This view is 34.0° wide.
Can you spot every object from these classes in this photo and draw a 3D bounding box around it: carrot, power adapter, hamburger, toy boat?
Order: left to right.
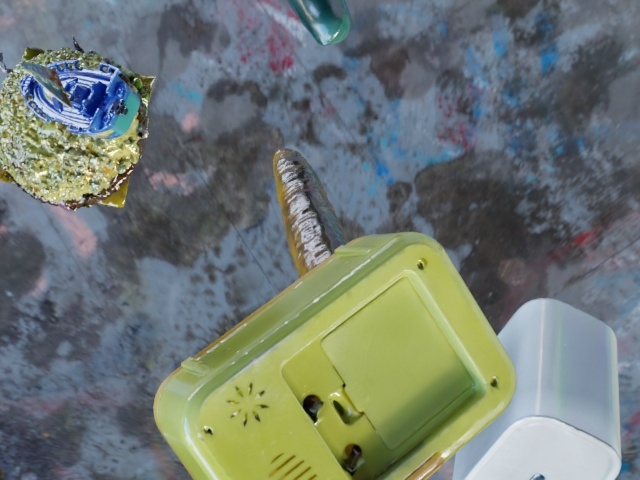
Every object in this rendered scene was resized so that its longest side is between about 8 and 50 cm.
[{"bbox_3d":[-0.298,-0.176,1.197,0.175,0.110,0.091,17,78,38],"label":"toy boat"},{"bbox_3d":[-0.365,-0.168,1.482,0.261,0.138,0.243,10,86,9],"label":"hamburger"},{"bbox_3d":[0.000,0.000,1.021,0.066,0.066,0.314,-20,45,-3],"label":"carrot"},{"bbox_3d":[0.235,0.175,1.137,0.124,0.187,0.255,27,36,-5],"label":"power adapter"}]

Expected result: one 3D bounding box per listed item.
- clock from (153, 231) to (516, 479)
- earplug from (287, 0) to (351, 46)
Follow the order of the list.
[{"bbox_3d":[0.010,0.098,0.667,0.202,0.096,0.143,-36,102,-19],"label":"clock"},{"bbox_3d":[-0.059,-0.348,1.051,0.164,0.280,0.258,23,104,31],"label":"earplug"}]
